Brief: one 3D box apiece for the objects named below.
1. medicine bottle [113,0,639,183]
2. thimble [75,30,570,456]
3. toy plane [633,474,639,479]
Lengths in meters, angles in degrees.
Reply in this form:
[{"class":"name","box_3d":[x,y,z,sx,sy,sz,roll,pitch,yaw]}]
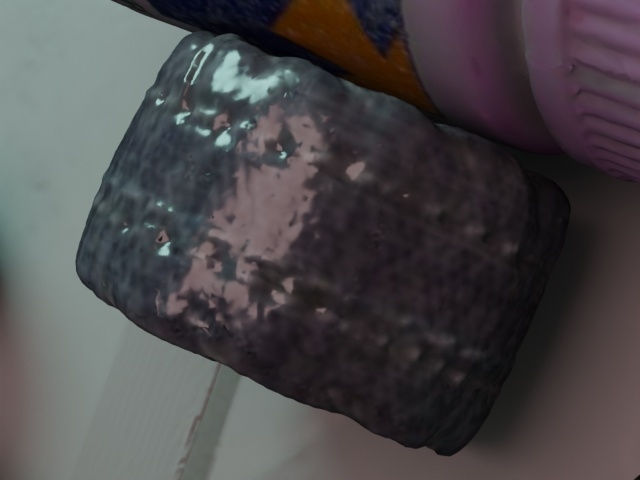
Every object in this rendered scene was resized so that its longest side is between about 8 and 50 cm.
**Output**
[{"class":"medicine bottle","box_3d":[0.051,-0.127,0.489,0.290,0.178,0.178,25,87,35]},{"class":"thimble","box_3d":[0.001,0.001,0.497,0.150,0.150,0.098,24,89,35]},{"class":"toy plane","box_3d":[0.141,0.045,0.429,0.286,0.108,0.092,-39,58,29]}]
